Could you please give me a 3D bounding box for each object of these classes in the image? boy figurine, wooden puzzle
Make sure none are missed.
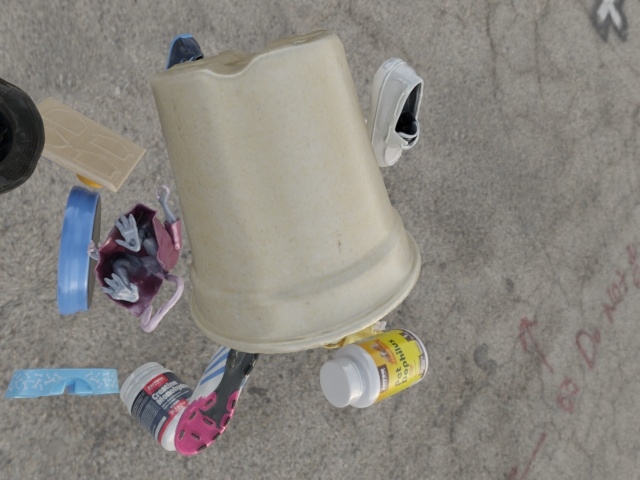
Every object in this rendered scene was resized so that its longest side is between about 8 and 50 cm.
[{"bbox_3d":[0.119,0.270,1.165,0.284,0.178,0.092,24,34,9],"label":"boy figurine"},{"bbox_3d":[-0.735,-0.282,1.355,0.321,0.348,0.081,30,114,-21],"label":"wooden puzzle"}]

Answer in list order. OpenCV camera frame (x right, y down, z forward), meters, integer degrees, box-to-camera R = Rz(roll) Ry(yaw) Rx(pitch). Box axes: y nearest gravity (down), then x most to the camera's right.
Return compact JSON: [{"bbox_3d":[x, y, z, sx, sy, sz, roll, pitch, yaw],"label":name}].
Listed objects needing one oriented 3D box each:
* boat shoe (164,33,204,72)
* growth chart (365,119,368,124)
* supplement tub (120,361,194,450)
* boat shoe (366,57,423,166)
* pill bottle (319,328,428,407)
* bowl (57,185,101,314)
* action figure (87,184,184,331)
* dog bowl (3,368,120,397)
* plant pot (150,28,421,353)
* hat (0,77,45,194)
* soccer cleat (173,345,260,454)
[{"bbox_3d":[-0.373,-0.424,1.205,0.109,0.258,0.089,-35,78,-30],"label":"boat shoe"},{"bbox_3d":[0.013,-0.194,0.776,0.172,0.237,0.021,-56,153,-46],"label":"growth chart"},{"bbox_3d":[-0.547,0.574,1.560,0.191,0.272,0.191,-45,154,-30],"label":"supplement tub"},{"bbox_3d":[0.107,-0.159,0.612,0.066,0.184,0.063,-33,63,-22],"label":"boat shoe"},{"bbox_3d":[0.104,0.249,0.866,0.214,0.117,0.118,-6,88,-41],"label":"pill bottle"},{"bbox_3d":[-0.732,0.032,1.366,0.077,0.391,0.392,6,82,-23],"label":"bowl"},{"bbox_3d":[-0.401,0.028,1.103,0.275,0.370,0.248,44,86,-3],"label":"action figure"},{"bbox_3d":[-0.743,0.417,1.304,0.297,0.165,0.074,13,65,-38],"label":"dog bowl"},{"bbox_3d":[-0.053,-0.086,0.574,0.333,0.333,0.306,-32,123,-32],"label":"plant pot"},{"bbox_3d":[-0.779,-0.221,1.011,0.330,0.134,0.332,2,78,-9],"label":"hat"},{"bbox_3d":[-0.273,0.397,1.183,0.116,0.143,0.331,40,70,-21],"label":"soccer cleat"}]
